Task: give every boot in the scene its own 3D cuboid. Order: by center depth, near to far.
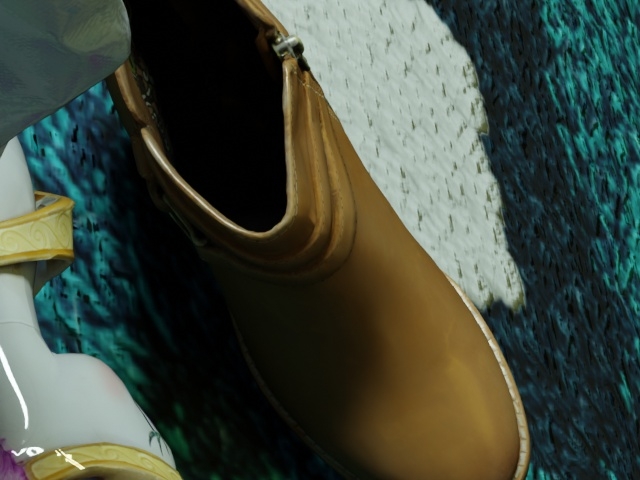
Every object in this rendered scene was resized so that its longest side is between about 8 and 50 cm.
[{"bbox_3d":[0.000,0.000,0.806,0.283,0.109,0.220,62,-2,5],"label":"boot"}]

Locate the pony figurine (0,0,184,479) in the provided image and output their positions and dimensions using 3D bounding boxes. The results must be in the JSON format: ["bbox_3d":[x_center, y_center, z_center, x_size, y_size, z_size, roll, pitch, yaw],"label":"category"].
[{"bbox_3d":[-0.168,-0.035,0.595,0.351,0.303,0.363,26,33,-54],"label":"pony figurine"}]
